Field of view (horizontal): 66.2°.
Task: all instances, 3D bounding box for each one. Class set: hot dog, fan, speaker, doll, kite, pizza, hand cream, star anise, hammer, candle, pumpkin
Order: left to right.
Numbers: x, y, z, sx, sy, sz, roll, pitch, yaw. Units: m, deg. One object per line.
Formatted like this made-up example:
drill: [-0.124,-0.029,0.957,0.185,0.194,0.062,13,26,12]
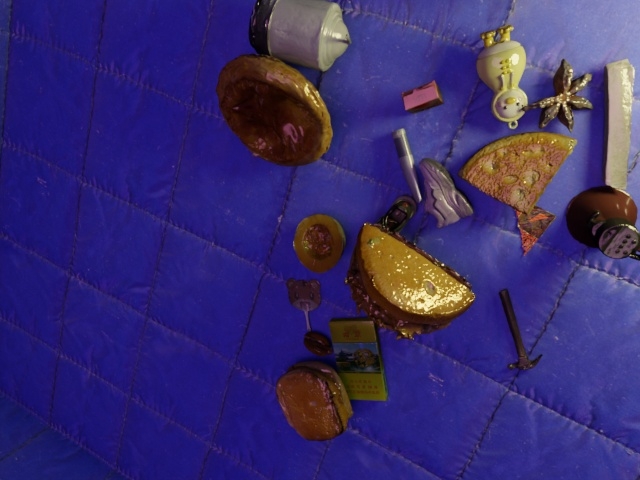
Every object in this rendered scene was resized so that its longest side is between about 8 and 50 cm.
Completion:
fan: [-0.061,0.259,1.971,0.152,0.008,0.227,-2,102,22]
candle: [-0.048,-0.674,1.599,0.342,0.221,0.221,19,111,13]
hot dog: [-0.009,0.419,1.961,0.140,0.060,0.090,29,113,17]
pumpkin: [0.014,0.002,1.827,0.217,0.110,0.217,8,104,33]
hand cream: [0.297,-0.249,1.655,0.048,0.079,0.255,-18,95,12]
doll: [0.550,-0.479,1.463,0.141,0.117,0.296,-17,98,7]
pizza: [0.602,-0.249,1.525,0.258,0.087,0.268,36,111,18]
hammer: [0.664,0.305,1.681,0.125,0.027,0.297,-17,97,26]
kite: [0.693,-0.064,1.579,0.125,0.008,0.222,-12,99,24]
star anise: [0.715,-0.409,1.432,0.172,0.063,0.208,40,98,-6]
speaker: [0.837,0.001,1.376,0.198,0.329,0.259,-38,95,26]

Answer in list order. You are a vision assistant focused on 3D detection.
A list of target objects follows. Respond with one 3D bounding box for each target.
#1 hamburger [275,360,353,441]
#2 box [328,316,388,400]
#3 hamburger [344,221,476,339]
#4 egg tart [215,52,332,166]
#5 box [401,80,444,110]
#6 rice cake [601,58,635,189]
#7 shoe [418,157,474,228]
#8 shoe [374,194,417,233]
hamburger: [-0.020,0.637,1.950,0.284,0.174,0.304,-14,100,39]
box: [0.150,0.464,1.921,0.187,0.047,0.335,-5,101,24]
hamburger: [0.248,0.177,1.641,0.445,0.287,0.268,36,150,9]
egg tart: [-0.148,-0.452,1.682,0.443,0.178,0.443,21,147,14]
box: [0.322,-0.446,1.545,0.111,0.156,0.060,-15,91,23]
rice cake: [0.854,-0.328,1.414,0.072,0.056,0.365,-3,103,17]
shoe: [0.387,-0.154,1.631,0.137,0.095,0.245,-37,95,23]
shoe: [0.242,-0.055,1.706,0.099,0.112,0.227,39,113,7]
